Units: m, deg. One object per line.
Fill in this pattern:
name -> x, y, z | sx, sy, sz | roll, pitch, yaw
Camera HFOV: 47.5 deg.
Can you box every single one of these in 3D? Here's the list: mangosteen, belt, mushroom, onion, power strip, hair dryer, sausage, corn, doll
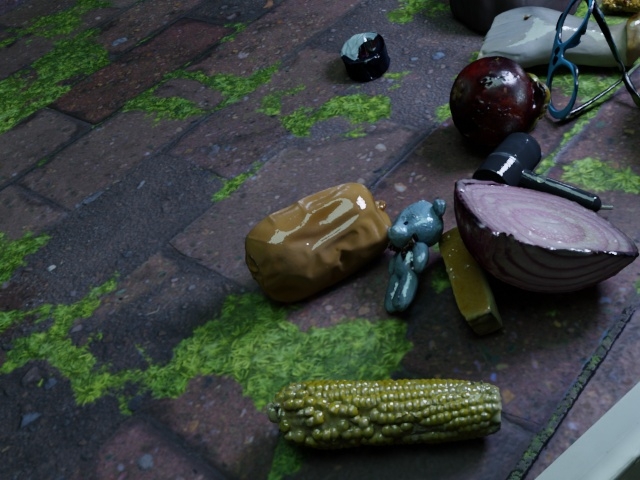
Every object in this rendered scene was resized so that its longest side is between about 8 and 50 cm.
mangosteen -> 0.324, -0.246, 1.298 | 0.180, 0.166, 0.166 | 0, 38, -13
belt -> 0.100, -0.410, 1.625 | 0.105, 0.058, 0.140 | -14, 43, 11
mushroom -> 0.482, -0.390, 1.452 | 0.328, 0.122, 0.159 | 7, 80, 26
onion -> 0.294, 0.001, 1.037 | 0.250, 0.111, 0.247 | 8, 22, -11
power strip -> 0.294, 0.252, 0.770 | 0.338, 0.098, 0.058 | -33, 40, -20
hair dryer -> 0.369, -0.095, 1.176 | 0.219, 0.072, 0.124 | 27, 55, 31
sausage -> 0.000, 0.001, 1.133 | 0.241, 0.136, 0.120 | -24, 34, -16
corn -> 0.076, 0.213, 0.897 | 0.288, 0.087, 0.087 | -4, 41, 11
doll -> 0.124, 0.016, 1.081 | 0.120, 0.075, 0.180 | -20, 39, 59

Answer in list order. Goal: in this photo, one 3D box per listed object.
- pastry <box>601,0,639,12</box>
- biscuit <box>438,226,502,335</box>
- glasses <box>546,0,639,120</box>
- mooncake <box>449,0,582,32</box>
pastry -> 0.683, -0.515, 1.561 | 0.140, 0.056, 0.080 | 18, 43, 42
biscuit -> 0.216, 0.056, 1.051 | 0.052, 0.056, 0.188 | -26, 37, 16
glasses -> 0.515, -0.330, 1.313 | 0.206, 0.102, 0.239 | 8, 88, 18
mooncake -> 0.438, -0.593, 1.656 | 0.305, 0.154, 0.306 | -11, 40, 10
